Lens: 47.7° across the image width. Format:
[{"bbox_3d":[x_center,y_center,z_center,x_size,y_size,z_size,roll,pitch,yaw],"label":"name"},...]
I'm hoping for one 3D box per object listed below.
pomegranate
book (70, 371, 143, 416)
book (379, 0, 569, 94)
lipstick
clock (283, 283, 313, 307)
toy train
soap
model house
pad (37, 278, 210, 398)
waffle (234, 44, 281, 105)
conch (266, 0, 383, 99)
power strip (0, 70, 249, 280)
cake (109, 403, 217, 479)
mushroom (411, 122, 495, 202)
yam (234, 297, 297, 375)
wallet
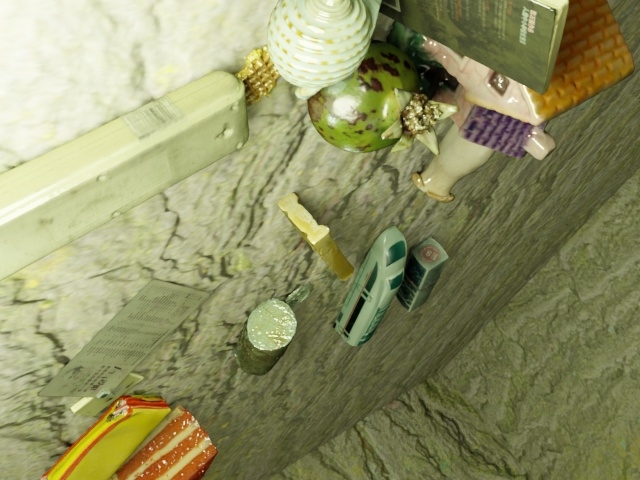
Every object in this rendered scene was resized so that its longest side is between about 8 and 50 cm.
[{"bbox_3d":[0.062,-0.161,0.870,0.149,0.169,0.148,-16,136,-16],"label":"pomegranate"},{"bbox_3d":[-0.365,0.262,1.244,0.111,0.014,0.077,-38,160,-4],"label":"book"},{"bbox_3d":[0.142,-0.244,0.753,0.024,0.228,0.160,-55,161,-9],"label":"book"},{"bbox_3d":[0.256,0.096,1.862,0.076,0.077,0.289,-33,160,-17],"label":"lipstick"},{"bbox_3d":[-0.045,0.115,1.487,0.074,0.010,0.083,-42,160,6],"label":"clock"},{"bbox_3d":[0.126,0.116,1.669,0.086,0.088,0.407,-27,155,-28],"label":"toy train"},{"bbox_3d":[-0.001,0.001,1.208,0.037,0.092,0.252,-41,159,-2],"label":"soap"},{"bbox_3d":[0.231,-0.220,0.932,0.202,0.237,0.237,-28,157,-31],"label":"model house"},{"bbox_3d":[-0.301,0.162,1.132,0.265,0.009,0.159,-44,154,10],"label":"pad"},{"bbox_3d":[-0.072,-0.184,0.811,0.078,0.016,0.085,-10,146,-54],"label":"waffle"},{"bbox_3d":[0.002,-0.217,0.746,0.135,0.102,0.153,-44,-165,-19],"label":"conch"},{"bbox_3d":[-0.241,-0.055,0.724,0.388,0.066,0.092,-32,150,-20],"label":"power strip"},{"bbox_3d":[-0.356,0.477,1.511,0.160,0.158,0.262,-15,146,-50],"label":"cake"},{"bbox_3d":[0.250,-0.154,1.320,0.097,0.088,0.212,-3,147,-43],"label":"mushroom"},{"bbox_3d":[-0.114,0.202,1.428,0.107,0.107,0.183,-27,159,-30],"label":"yam"},{"bbox_3d":[-0.409,0.381,1.364,0.241,0.067,0.141,-46,154,6],"label":"wallet"}]
